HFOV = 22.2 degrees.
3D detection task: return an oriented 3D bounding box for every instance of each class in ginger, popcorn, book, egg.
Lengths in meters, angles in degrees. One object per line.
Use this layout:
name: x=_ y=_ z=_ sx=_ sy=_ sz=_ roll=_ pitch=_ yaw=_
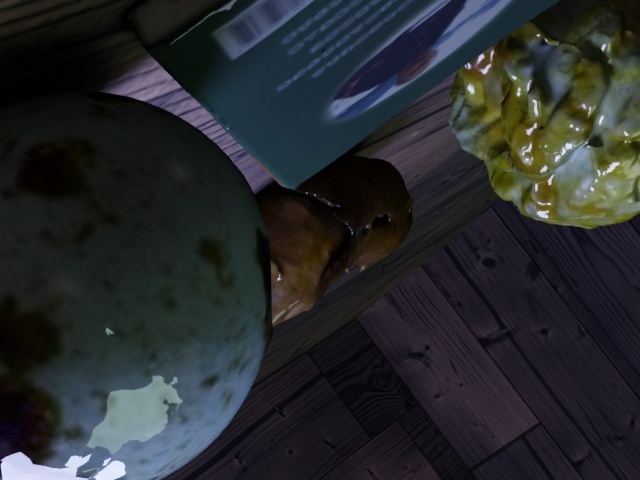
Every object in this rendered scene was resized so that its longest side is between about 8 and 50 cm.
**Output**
ginger: x=0.005 y=-0.009 z=1.422 sx=0.133 sy=0.107 sz=0.309 roll=-56 pitch=169 yaw=28
popcorn: x=0.206 y=-0.110 z=1.314 sx=0.183 sy=0.204 sz=0.221 roll=-8 pitch=-176 yaw=-19
book: x=0.048 y=-0.141 z=0.872 sx=0.260 sy=0.043 sz=0.371 roll=-36 pitch=170 yaw=1
egg: x=-0.101 y=0.019 z=0.697 sx=0.169 sy=0.169 sz=0.231 roll=-39 pitch=-172 yaw=21
